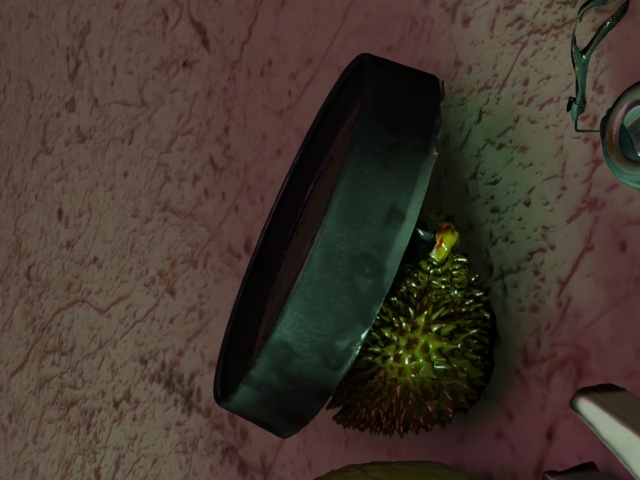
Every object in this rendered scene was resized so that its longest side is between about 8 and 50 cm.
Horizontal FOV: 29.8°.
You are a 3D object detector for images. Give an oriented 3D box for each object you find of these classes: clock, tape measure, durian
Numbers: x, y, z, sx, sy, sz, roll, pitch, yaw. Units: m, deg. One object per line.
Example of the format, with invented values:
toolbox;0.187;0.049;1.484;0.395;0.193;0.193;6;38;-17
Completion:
clock;0.000;0.000;1.170;0.386;0.076;0.386;-157;90;-80
tape measure;0.245;-0.109;0.960;0.104;0.180;0.107;-37;51;20
durian;0.098;0.075;1.104;0.237;0.138;0.193;123;166;-49

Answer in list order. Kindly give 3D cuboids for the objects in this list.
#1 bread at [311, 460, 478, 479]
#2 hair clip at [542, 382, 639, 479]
bread;0.055;0.339;1.021;0.320;0.237;0.320;23;117;57
hair clip;0.304;0.225;0.862;0.331;0.085;0.101;35;110;43
